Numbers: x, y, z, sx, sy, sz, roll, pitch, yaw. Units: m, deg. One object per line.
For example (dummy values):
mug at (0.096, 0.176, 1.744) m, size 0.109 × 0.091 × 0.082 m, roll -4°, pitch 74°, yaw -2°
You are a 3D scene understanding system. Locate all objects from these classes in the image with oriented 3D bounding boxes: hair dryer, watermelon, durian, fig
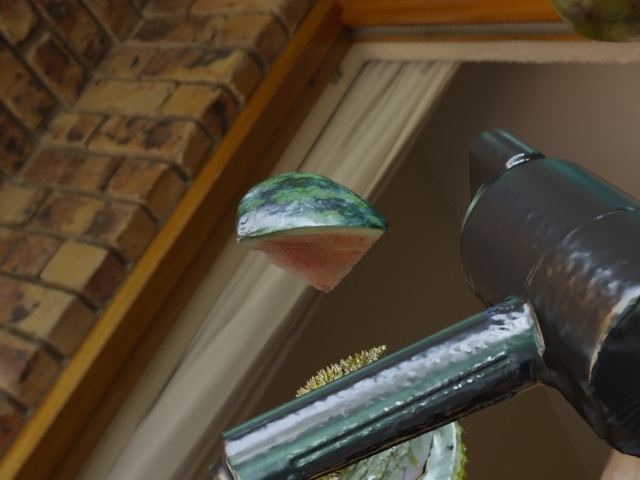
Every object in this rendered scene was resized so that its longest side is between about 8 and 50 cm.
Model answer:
hair dryer at (0.066, 0.051, 0.539) m, size 0.244 × 0.302 × 0.116 m, roll -125°, pitch -164°, yaw -63°
watermelon at (0.000, -0.023, 1.199) m, size 0.207 × 0.136 × 0.202 m, roll 4°, pitch -19°, yaw 17°
durian at (0.035, 0.223, 0.904) m, size 0.137 × 0.237 × 0.194 m, roll -36°, pitch -98°, yaw 36°
fig at (0.282, -0.234, 0.813) m, size 0.124 × 0.124 × 0.236 m, roll 19°, pitch 12°, yaw 23°
